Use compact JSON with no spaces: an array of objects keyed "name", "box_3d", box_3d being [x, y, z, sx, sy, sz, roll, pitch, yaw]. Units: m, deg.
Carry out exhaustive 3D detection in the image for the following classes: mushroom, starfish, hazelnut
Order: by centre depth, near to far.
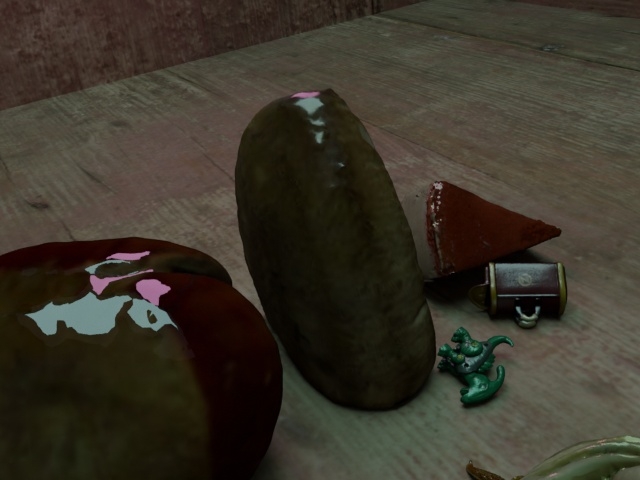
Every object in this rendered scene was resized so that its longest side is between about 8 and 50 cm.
[{"name":"starfish","box_3d":[0.215,0.292,0.723,0.130,0.041,0.133,-17,34,-20]},{"name":"hazelnut","box_3d":[-0.250,0.164,0.737,0.408,0.360,0.359,-3,31,-10]},{"name":"mushroom","box_3d":[0.010,0.009,0.879,0.224,0.398,0.314,-18,36,-9]}]

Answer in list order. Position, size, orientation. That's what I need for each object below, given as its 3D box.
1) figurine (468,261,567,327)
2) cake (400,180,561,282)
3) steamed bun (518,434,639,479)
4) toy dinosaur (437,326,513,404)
[{"name":"figurine","box_3d":[0.318,0.094,1.009,0.154,0.082,0.098,-2,56,6]},{"name":"cake","box_3d":[0.264,-0.037,1.104,0.261,0.160,0.158,-17,0,-21]},{"name":"steamed bun","box_3d":[0.246,0.301,0.512,0.275,0.203,0.289,15,52,45]},{"name":"toy dinosaur","box_3d":[0.228,0.178,0.901,0.132,0.059,0.096,-35,49,-25]}]
